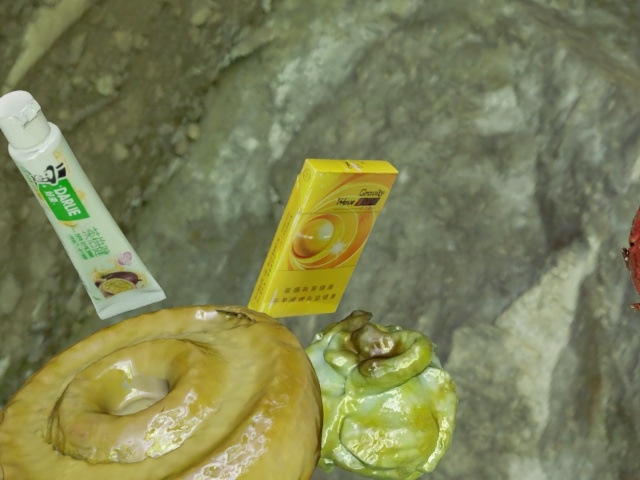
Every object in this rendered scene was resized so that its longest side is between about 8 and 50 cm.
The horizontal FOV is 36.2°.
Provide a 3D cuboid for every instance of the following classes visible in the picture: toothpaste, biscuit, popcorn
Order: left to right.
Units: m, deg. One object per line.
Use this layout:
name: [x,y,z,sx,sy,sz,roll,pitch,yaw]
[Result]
toothpaste: [-0.248,-0.024,1.002,0.056,0.058,0.314,-56,147,-29]
biscuit: [-0.142,0.153,0.815,0.296,0.297,0.102,-61,143,-49]
popcorn: [0.060,0.155,1.009,0.212,0.198,0.198,95,17,-44]

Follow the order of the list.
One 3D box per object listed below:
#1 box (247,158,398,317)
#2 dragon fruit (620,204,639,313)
box: [0.000,0.000,1.444,0.152,0.043,0.269,-2,128,-38]
dragon fruit: [0.434,0.016,0.985,0.241,0.252,0.240,5,90,-88]
